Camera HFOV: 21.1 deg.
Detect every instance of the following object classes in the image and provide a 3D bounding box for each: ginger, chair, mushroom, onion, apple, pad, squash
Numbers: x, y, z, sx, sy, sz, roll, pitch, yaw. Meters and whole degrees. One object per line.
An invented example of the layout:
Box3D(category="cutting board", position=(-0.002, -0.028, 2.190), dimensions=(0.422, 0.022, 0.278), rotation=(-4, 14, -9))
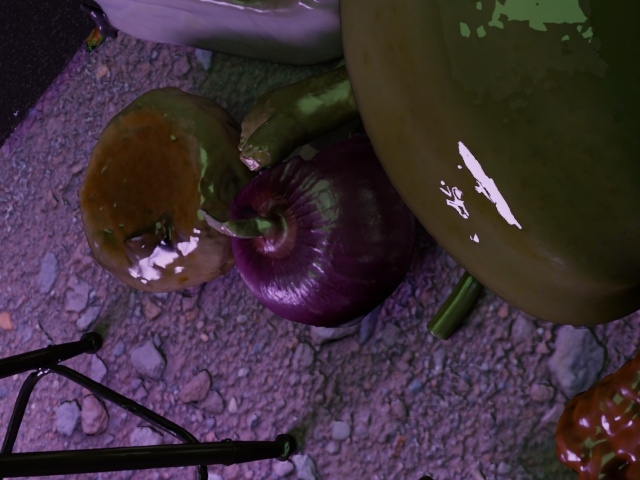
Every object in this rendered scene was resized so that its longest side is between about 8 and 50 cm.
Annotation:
Box3D(category="ginger", position=(0.044, -0.165, 1.794), dimensions=(0.299, 0.065, 0.118), rotation=(-28, 30, 10))
Box3D(category="chair", position=(-0.333, 0.306, 1.848), dimensions=(0.362, 0.410, 0.364), rotation=(23, 97, 38))
Box3D(category="mushroom", position=(-0.074, -0.363, 1.909), dimensions=(0.397, 0.224, 0.313), rotation=(16, 76, 34))
Box3D(category="onion", position=(0.008, -0.001, 1.792), dimensions=(0.207, 0.200, 0.200), rotation=(-30, 64, 13))
Box3D(category="apple", position=(0.249, -0.167, 1.462), dimensions=(0.474, 0.474, 0.473), rotation=(-7, 78, 37))
Box3D(category="pad", position=(-0.364, -0.298, 2.221), dimensions=(0.330, 0.004, 0.220), rotation=(-47, 52, 23))
Box3D(category="squash", position=(0.143, 0.062, 1.760), dimensions=(0.027, 0.027, 0.083), rotation=(46, 110, 34))

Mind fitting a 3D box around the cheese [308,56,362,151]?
Box3D(category="cheese", position=(0.044, -0.181, 1.868), dimensions=(0.065, 0.043, 0.194), rotation=(43, 110, 33))

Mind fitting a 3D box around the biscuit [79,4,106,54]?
Box3D(category="biscuit", position=(-0.270, -0.278, 2.148), dimensions=(0.089, 0.016, 0.046), rotation=(-44, 59, 24))

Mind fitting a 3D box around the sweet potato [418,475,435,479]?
Box3D(category="sweet potato", position=(0.196, 0.350, 1.615), dimensions=(0.112, 0.112, 0.359), rotation=(-54, 55, 18))

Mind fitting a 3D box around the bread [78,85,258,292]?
Box3D(category="bread", position=(-0.158, -0.051, 1.951), dimensions=(0.244, 0.134, 0.244), rotation=(-5, 83, 39))

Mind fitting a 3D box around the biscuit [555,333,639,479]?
Box3D(category="biscuit", position=(0.371, 0.208, 1.504), dimensions=(0.318, 0.110, 0.312), rotation=(-39, 58, 26))
